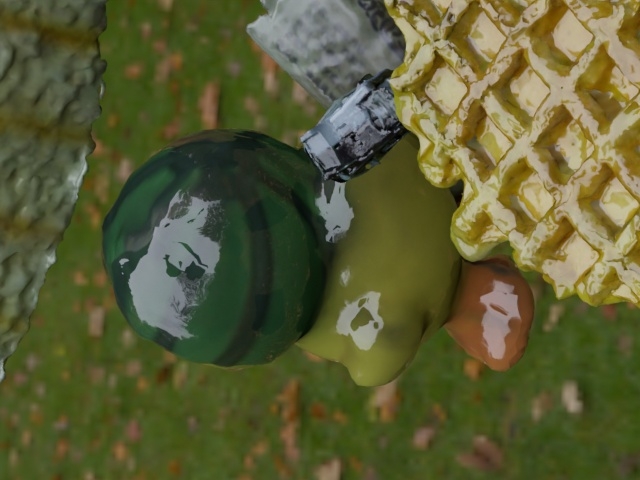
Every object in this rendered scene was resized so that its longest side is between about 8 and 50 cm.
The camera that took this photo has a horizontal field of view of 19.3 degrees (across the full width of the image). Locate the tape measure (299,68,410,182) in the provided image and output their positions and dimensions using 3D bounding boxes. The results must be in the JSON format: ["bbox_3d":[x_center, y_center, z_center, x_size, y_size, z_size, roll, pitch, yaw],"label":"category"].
[{"bbox_3d":[0.028,-0.077,1.282,0.091,0.054,0.094,-39,1,18],"label":"tape measure"}]

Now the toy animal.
[{"bbox_3d":[0.000,-0.002,1.443,0.216,0.338,0.191,59,138,48],"label":"toy animal"}]

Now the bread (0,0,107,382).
[{"bbox_3d":[-0.331,-0.092,1.489,0.264,0.239,0.395,31,104,59],"label":"bread"}]

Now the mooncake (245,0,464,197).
[{"bbox_3d":[0.073,-0.164,1.620,0.136,0.254,0.250,-45,3,20],"label":"mooncake"}]

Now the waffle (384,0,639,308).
[{"bbox_3d":[0.127,-0.084,0.880,0.243,0.059,0.238,7,101,45],"label":"waffle"}]
